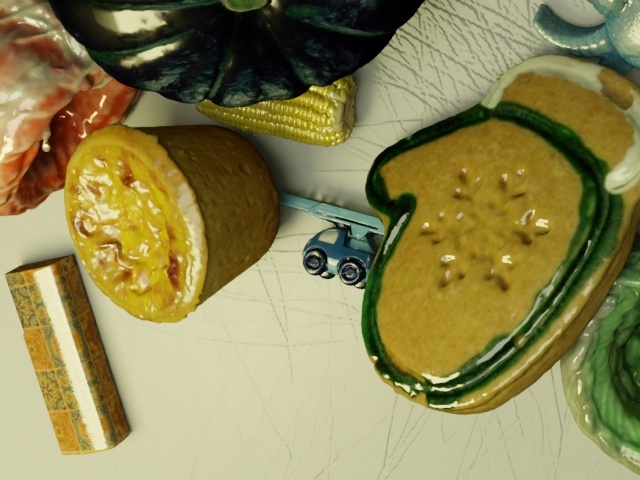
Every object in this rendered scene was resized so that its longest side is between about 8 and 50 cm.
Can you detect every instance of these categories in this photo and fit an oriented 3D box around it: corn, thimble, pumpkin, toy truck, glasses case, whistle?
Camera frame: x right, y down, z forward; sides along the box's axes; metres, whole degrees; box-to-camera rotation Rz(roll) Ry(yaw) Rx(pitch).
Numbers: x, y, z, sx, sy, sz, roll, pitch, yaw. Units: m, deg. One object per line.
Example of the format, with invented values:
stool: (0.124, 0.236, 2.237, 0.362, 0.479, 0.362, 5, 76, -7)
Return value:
corn: (-0.046, -0.142, 1.265, 0.165, 0.063, 0.085, 10, 132, 19)
thimble: (0.321, 0.097, 1.153, 0.218, 0.150, 0.219, 5, 107, 17)
pumpkin: (-0.068, -0.288, 1.089, 0.363, 0.266, 0.363, -6, 133, -6)
toy truck: (0.000, 0.000, 1.291, 0.136, 0.063, 0.074, 15, 88, 15)
thimble: (-0.290, -0.147, 1.263, 0.162, 0.239, 0.239, 43, 114, 4)
glasses case: (-0.284, 0.130, 1.433, 0.075, 0.049, 0.218, -12, 101, 22)
whistle: (0.280, -0.210, 1.112, 0.269, 0.093, 0.180, 42, 139, 6)

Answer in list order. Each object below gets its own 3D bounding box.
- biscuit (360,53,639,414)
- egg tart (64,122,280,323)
biscuit: (0.146, -0.020, 1.157, 0.344, 0.057, 0.287, -55, 47, 6)
egg tart: (-0.137, -0.033, 1.260, 0.202, 0.147, 0.203, 20, 121, 37)
